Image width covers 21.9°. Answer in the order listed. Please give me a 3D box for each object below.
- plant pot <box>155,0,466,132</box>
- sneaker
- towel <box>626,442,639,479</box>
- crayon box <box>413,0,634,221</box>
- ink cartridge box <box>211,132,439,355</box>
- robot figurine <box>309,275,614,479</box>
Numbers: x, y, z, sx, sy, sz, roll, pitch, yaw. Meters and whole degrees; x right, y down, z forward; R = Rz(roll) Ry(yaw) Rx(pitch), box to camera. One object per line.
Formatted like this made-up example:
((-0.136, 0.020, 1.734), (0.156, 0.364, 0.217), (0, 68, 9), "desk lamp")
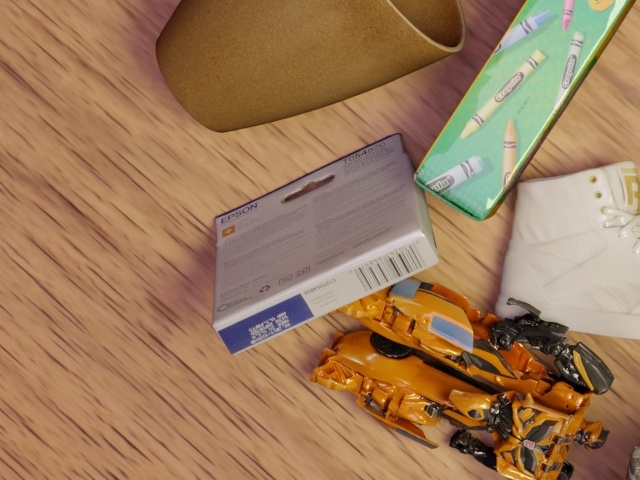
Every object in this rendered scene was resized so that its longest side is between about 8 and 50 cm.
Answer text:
((-0.030, -0.219, 1.606), (0.254, 0.237, 0.237), (-32, 87, 23), "plant pot")
((0.302, 0.008, 1.569), (0.292, 0.108, 0.169), (7, 91, 34), "sneaker")
((0.382, 0.247, 1.448), (0.284, 0.121, 0.235), (-18, 124, -28), "towel")
((0.203, -0.153, 1.585), (0.081, 0.165, 0.278), (34, 97, 7), "crayon box")
((0.000, 0.000, 1.619), (0.223, 0.224, 0.045), (-25, 117, 11), "ink cartridge box")
((0.140, 0.140, 1.616), (0.291, 0.085, 0.211), (26, 132, 14), "robot figurine")
